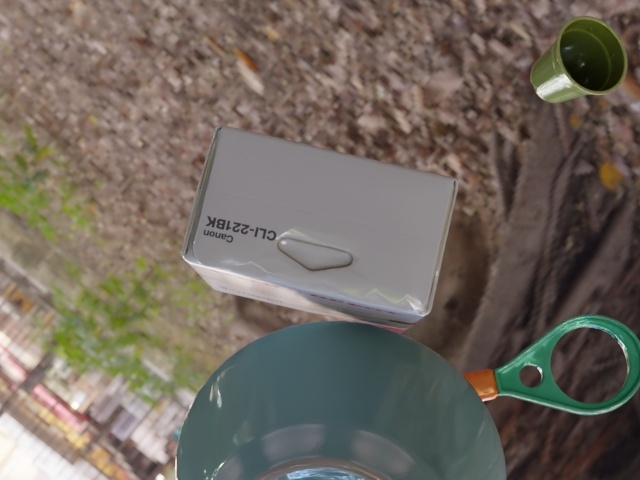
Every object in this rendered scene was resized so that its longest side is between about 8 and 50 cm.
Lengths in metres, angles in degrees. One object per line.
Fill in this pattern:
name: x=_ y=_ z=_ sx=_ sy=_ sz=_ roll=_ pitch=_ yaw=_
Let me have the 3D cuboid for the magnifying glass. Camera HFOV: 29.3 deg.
magnifying glass: x=0.185 y=0.127 z=1.130 sx=0.026 sy=0.230 sz=0.092 roll=75 pitch=-176 yaw=-78

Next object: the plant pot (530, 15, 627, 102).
plant pot: x=0.257 y=-0.176 z=1.256 sx=0.083 sy=0.083 sz=0.079 roll=41 pitch=155 yaw=-9

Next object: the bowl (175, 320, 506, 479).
bowl: x=0.011 y=0.240 z=1.072 sx=0.311 sy=0.311 sz=0.163 roll=40 pitch=-167 yaw=-4

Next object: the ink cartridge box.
ink cartridge box: x=0.000 y=0.000 z=1.054 sx=0.196 sy=0.114 sz=0.273 roll=13 pitch=174 yaw=1
